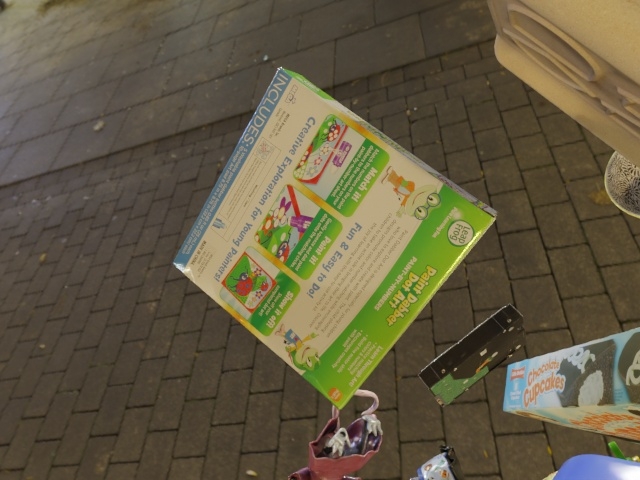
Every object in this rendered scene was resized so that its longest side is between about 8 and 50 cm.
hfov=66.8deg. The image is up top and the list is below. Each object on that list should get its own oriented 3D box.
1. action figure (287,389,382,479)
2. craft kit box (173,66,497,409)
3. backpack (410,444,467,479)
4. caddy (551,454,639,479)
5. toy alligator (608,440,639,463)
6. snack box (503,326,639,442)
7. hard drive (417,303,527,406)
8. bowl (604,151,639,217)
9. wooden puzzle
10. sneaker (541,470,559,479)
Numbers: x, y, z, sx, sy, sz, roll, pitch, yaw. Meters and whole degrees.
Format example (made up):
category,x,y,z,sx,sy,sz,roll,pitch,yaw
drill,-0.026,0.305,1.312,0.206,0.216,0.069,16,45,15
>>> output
category,x,y,z,sx,sy,sz,roll,pitch,yaw
action figure,0.012,0.621,1.354,0.248,0.370,0.275,15,35,-10
craft kit box,0.000,0.000,0.496,0.247,0.061,0.250,40,111,15
backpack,0.384,0.778,1.466,0.213,0.263,0.276,-32,59,-4
caddy,0.435,0.443,0.637,0.179,0.241,0.341,-32,7,-33
toy alligator,0.598,0.468,0.895,0.056,0.051,0.189,-35,51,18
snack box,0.307,0.137,0.411,0.187,0.322,0.060,13,70,4
hard drive,0.461,0.351,1.452,0.339,0.237,0.064,-39,51,0
bowl,0.520,-0.089,0.706,0.170,0.080,0.170,-28,47,35
wooden puzzle,0.319,-0.177,0.505,0.322,0.348,0.080,43,108,12
sneaker,0.477,0.506,0.967,0.094,0.208,0.081,-31,61,-8
